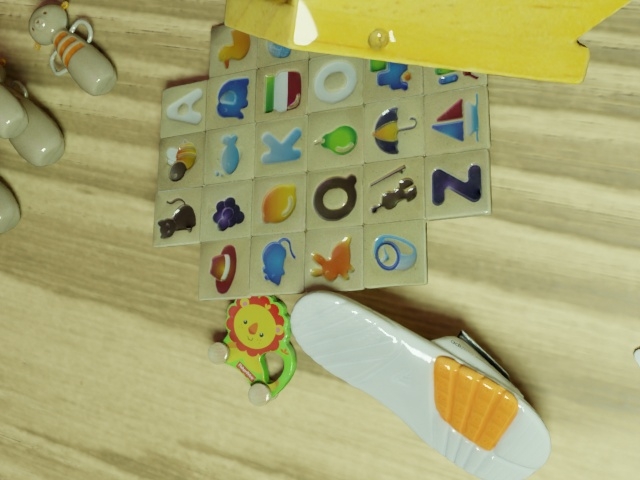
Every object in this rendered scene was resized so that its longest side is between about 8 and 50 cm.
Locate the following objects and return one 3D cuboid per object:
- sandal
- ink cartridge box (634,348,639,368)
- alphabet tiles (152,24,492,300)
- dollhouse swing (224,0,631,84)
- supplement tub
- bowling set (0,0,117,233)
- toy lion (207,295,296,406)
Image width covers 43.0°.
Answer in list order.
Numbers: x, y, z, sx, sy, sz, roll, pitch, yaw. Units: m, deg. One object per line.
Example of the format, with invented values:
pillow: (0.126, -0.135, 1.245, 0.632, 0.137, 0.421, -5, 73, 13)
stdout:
sandal: (0.099, 0.114, 0.738, 0.265, 0.076, 0.102, 36, 125, -1)
ink cartridge box: (0.353, 0.105, 0.641, 0.180, 0.060, 0.104, -29, 84, 24)
alphabet tiles: (-0.011, -0.090, 0.763, 0.343, 0.011, 0.285, -6, 76, 24)
dollhouse swing: (0.058, -0.333, 0.637, 0.315, 0.305, 0.346, 4, 109, -14)
supplement tub: (0.000, 0.000, 0.783, 0.107, 0.071, 0.071, -6, 94, 26)
bowling set: (-0.379, -0.143, 0.874, 0.154, 0.200, 0.287, 47, 108, 14)
toy lion: (-0.063, 0.107, 0.848, 0.100, 0.034, 0.096, 44, 103, 14)
